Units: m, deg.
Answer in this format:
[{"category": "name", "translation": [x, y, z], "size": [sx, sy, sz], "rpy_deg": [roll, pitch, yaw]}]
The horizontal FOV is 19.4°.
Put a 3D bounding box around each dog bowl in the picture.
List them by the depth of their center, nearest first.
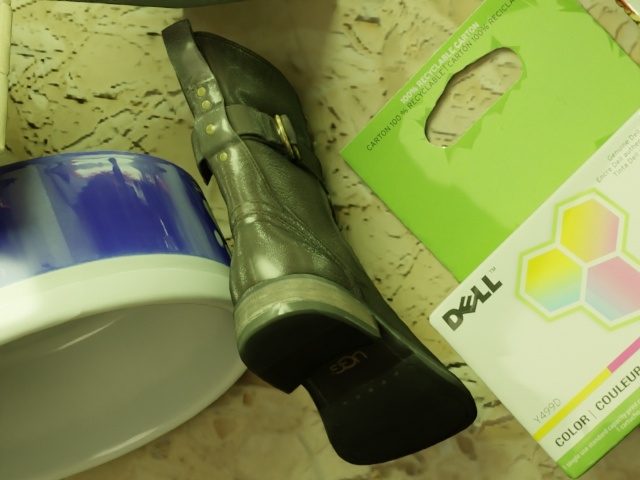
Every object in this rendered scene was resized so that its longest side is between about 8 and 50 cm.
[{"category": "dog bowl", "translation": [-0.176, 0.058, 1.146], "size": [0.265, 0.265, 0.104], "rpy_deg": [-32, 66, 21]}]

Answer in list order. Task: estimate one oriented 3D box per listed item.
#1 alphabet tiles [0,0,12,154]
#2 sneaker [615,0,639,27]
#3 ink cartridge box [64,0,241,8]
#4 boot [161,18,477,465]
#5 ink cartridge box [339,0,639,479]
[{"category": "alphabet tiles", "translation": [-0.296, -0.027, 1.105], "size": [0.342, 0.011, 0.285], "rpy_deg": [-34, 41, 29]}, {"category": "sneaker", "translation": [0.197, -0.176, 1.096], "size": [0.084, 0.069, 0.185], "rpy_deg": [-42, 86, 11]}, {"category": "ink cartridge box", "translation": [-0.093, -0.291, 1.116], "size": [0.121, 0.211, 0.289], "rpy_deg": [-4, 93, 23]}, {"category": "boot", "translation": [0.000, 0.000, 1.148], "size": [0.091, 0.263, 0.229], "rpy_deg": [-26, 54, 13]}, {"category": "ink cartridge box", "translation": [0.138, -0.018, 1.114], "size": [0.255, 0.097, 0.189], "rpy_deg": [48, 110, 10]}]
